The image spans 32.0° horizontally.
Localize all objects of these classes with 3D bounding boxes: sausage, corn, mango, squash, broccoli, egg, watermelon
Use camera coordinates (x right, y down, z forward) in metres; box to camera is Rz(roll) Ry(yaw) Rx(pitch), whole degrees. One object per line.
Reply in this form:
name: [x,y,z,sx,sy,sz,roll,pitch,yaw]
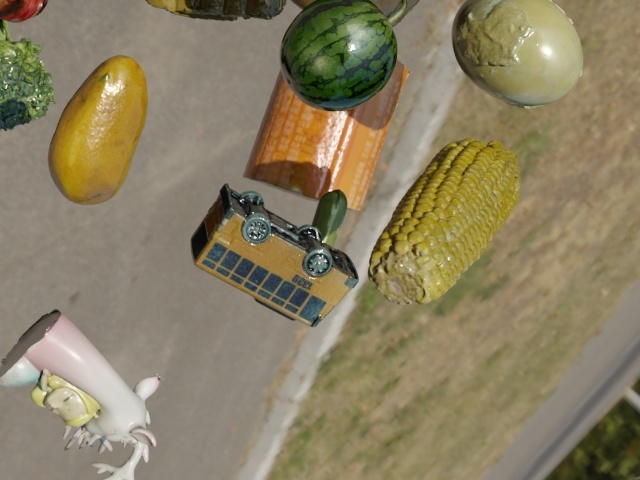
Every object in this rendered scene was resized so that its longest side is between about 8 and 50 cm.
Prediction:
sausage: [0.009,-0.211,2.032,0.287,0.233,0.233,-71,160,-1]
corn: [0.159,-0.030,1.393,0.347,0.130,0.130,-46,167,-49]
mango: [-0.303,-0.150,1.544,0.147,0.109,0.227,-27,145,-57]
squash: [0.000,0.000,1.828,0.052,0.052,0.183,47,63,-71]
broccoli: [-0.678,-0.348,2.081,0.375,0.302,0.249,26,118,-34]
egg: [0.279,-0.276,1.592,0.164,0.201,0.164,-47,163,-19]
watermelon: [0.038,-0.244,1.382,0.187,0.141,0.141,-35,160,-5]

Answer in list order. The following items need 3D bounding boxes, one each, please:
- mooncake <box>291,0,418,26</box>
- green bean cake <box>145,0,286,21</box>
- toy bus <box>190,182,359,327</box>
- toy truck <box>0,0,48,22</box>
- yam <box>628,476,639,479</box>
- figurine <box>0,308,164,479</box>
mooncake: [0.041,-0.457,1.551,0.187,0.324,0.324,-41,168,38]
green bean cake: [-0.161,-0.436,1.784,0.229,0.224,0.131,-83,179,-65]
toy bus: [-0.055,0.023,1.307,0.103,0.182,0.091,-55,-158,14]
toy truck: [-0.403,-0.401,1.312,0.265,0.239,0.189,-44,176,19]
yam: [0.400,0.306,1.233,0.194,0.107,0.107,-12,154,-6]
figurine: [-0.395,0.285,1.850,0.284,0.315,0.206,-39,-166,25]
